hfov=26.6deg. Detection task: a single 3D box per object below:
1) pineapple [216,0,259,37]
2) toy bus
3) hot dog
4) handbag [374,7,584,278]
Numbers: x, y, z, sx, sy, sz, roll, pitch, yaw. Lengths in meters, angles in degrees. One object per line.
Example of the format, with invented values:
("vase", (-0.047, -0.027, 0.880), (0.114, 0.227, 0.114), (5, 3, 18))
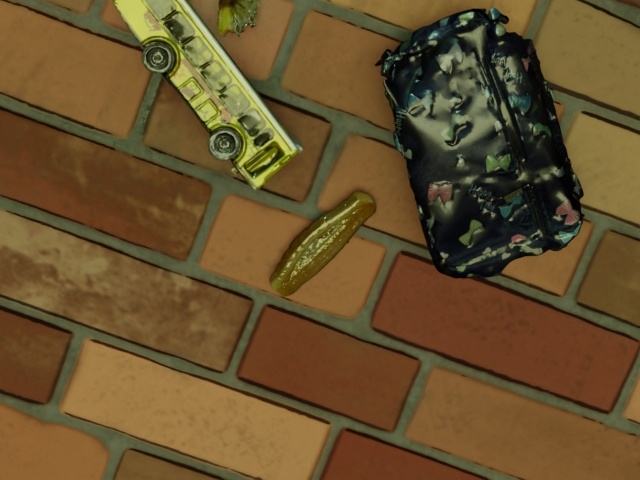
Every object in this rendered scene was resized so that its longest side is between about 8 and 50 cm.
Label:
("pineapple", (-0.078, -0.232, 1.302), (0.045, 0.019, 0.083), (15, 72, -46))
("toy bus", (-0.112, -0.154, 1.306), (0.074, 0.081, 0.226), (-37, 99, 2))
("hot dog", (0.000, 0.000, 1.370), (0.137, 0.028, 0.044), (-46, 127, 11))
("handbag", (0.157, -0.093, 1.310), (0.162, 0.113, 0.260), (-19, 105, 10))
